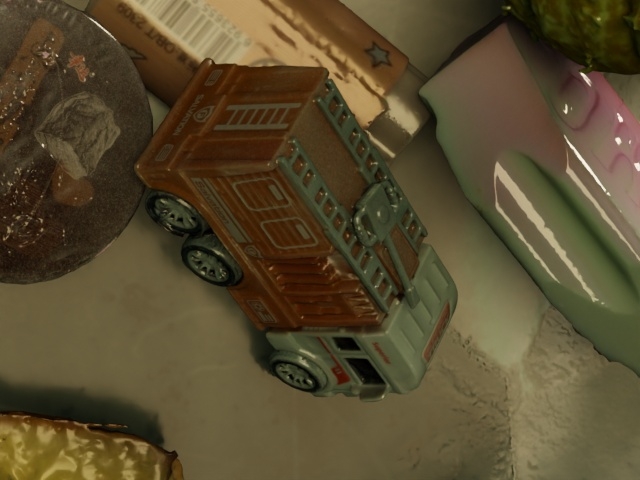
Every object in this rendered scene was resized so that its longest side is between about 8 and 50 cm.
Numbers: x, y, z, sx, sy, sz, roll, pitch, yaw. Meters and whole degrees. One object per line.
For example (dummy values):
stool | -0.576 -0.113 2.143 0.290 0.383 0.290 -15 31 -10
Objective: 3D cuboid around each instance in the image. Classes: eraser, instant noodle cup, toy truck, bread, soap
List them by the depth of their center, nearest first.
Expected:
instant noodle cup | -0.274 -0.080 1.112 0.217 0.207 0.217 -4 96 -36
toy truck | 0.000 0.000 1.145 0.305 0.162 0.136 55 51 -37
bread | -0.243 0.234 1.164 0.262 0.162 0.204 6 88 -5
soap | 0.226 -0.043 1.227 0.109 0.193 0.324 -34 98 32
eraser | -0.050 -0.160 1.240 0.290 0.087 0.171 38 86 -7

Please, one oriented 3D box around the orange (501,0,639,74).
orange | 0.281 -0.257 1.122 0.300 0.301 0.223 -13 116 -18
